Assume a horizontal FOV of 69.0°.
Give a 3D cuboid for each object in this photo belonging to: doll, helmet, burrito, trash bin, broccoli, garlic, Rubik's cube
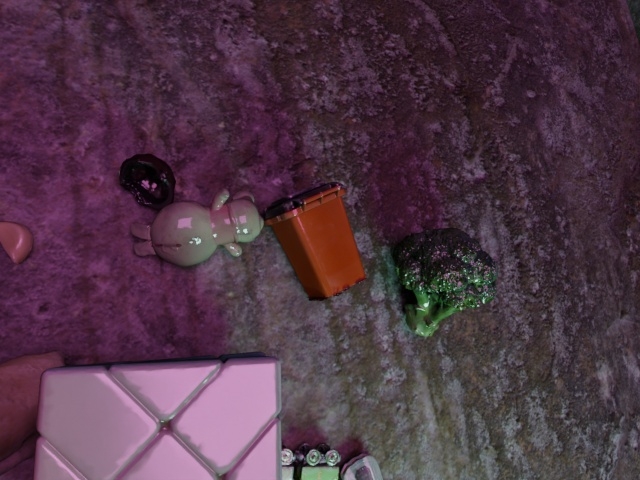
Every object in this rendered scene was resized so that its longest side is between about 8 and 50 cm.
[{"bbox_3d":[-0.235,-0.026,0.944,0.275,0.113,0.155,-17,120,-26],"label":"doll"},{"bbox_3d":[-0.340,-0.126,0.948,0.123,0.098,0.070,40,35,-16],"label":"helmet"},{"bbox_3d":[-0.511,0.278,0.661,0.332,0.135,0.190,1,100,-60],"label":"burrito"},{"bbox_3d":[0.000,0.000,1.023,0.161,0.184,0.239,-26,95,-27],"label":"trash bin"},{"bbox_3d":[0.285,0.097,1.108,0.270,0.270,0.270,9,110,-22],"label":"broccoli"},{"bbox_3d":[-0.555,-0.004,0.848,0.053,0.041,0.083,-40,88,-13],"label":"garlic"},{"bbox_3d":[-0.234,0.346,0.733,0.321,0.316,0.319,0,78,-15],"label":"Rubik's cube"}]

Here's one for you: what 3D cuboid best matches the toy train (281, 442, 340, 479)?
[{"bbox_3d":[-0.054,0.460,0.954,0.202,0.060,0.081,10,80,-20],"label":"toy train"}]

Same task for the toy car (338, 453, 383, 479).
[{"bbox_3d":[0.109,0.567,1.005,0.095,0.056,0.205,-18,85,-28],"label":"toy car"}]
